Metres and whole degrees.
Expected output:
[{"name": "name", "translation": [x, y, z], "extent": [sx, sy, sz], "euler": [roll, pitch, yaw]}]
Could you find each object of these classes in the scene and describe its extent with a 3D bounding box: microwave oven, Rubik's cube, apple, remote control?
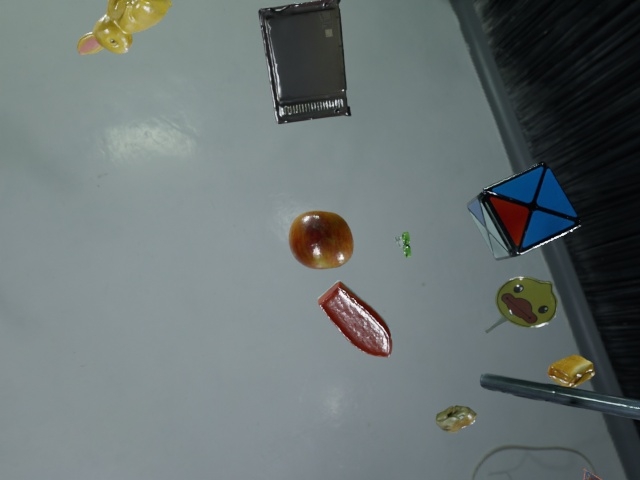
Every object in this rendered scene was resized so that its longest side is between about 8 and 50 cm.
[{"name": "microwave oven", "translation": [-0.032, -0.408, 0.980], "extent": [0.178, 0.188, 0.248], "euler": [-6, 116, 2]}, {"name": "Rubik's cube", "translation": [0.684, -0.092, 1.486], "extent": [0.248, 0.250, 0.246], "euler": [-26, 81, 5]}, {"name": "apple", "translation": [0.000, 0.000, 1.286], "extent": [0.195, 0.160, 0.173], "euler": [-4, 85, 10]}, {"name": "remote control", "translation": [0.576, 0.362, 1.000], "extent": [0.107, 0.377, 0.044], "euler": [26, 69, -51]}]

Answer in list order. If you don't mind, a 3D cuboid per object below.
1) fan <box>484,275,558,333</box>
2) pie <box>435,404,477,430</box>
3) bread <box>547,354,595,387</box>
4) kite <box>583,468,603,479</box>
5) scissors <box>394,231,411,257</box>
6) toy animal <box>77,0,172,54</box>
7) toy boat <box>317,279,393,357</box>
[{"name": "fan", "translation": [0.776, 0.271, 1.694], "extent": [0.229, 0.335, 0.011], "euler": [40, 31, 2]}, {"name": "pie", "translation": [0.433, 0.568, 1.370], "extent": [0.128, 0.282, 0.068], "euler": [-27, 55, 8]}, {"name": "bread", "translation": [0.681, 0.356, 1.171], "extent": [0.132, 0.074, 0.053], "euler": [-9, 111, -32]}, {"name": "kite", "translation": [0.497, 0.488, 0.761], "extent": [0.010, 0.190, 0.159], "euler": [8, 39, -5]}, {"name": "scissors", "translation": [0.326, 0.008, 1.719], "extent": [0.027, 0.204, 0.101], "euler": [-5, 97, -2]}, {"name": "toy animal", "translation": [-0.308, -0.332, 0.667], "extent": [0.159, 0.083, 0.070], "euler": [-35, 87, 17]}, {"name": "toy boat", "translation": [0.141, 0.290, 1.538], "extent": [0.145, 0.133, 0.332], "euler": [-43, 92, 10]}]
